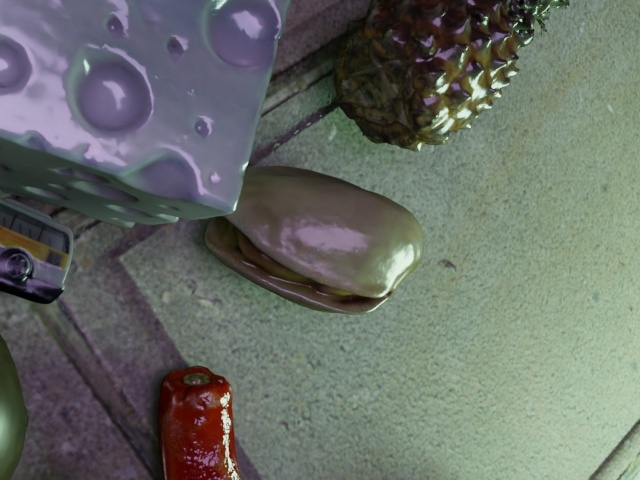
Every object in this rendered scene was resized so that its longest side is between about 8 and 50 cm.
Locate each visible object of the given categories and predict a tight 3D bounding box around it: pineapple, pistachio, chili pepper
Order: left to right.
[{"bbox_3d":[-0.110,0.178,0.795,0.070,0.073,0.123,-10,97,-74],"label":"chili pepper"},{"bbox_3d":[0.000,0.000,0.841,0.223,0.126,0.152,7,50,-26],"label":"pistachio"},{"bbox_3d":[0.164,-0.227,0.944,0.361,0.175,0.175,-38,107,-41],"label":"pineapple"}]

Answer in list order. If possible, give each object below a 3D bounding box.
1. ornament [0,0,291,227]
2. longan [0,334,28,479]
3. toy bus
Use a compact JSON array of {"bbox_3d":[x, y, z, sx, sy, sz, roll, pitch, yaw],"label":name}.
[{"bbox_3d":[-0.188,-0.159,0.664,0.240,0.240,0.239,19,79,-30],"label":"ornament"},{"bbox_3d":[-0.293,0.126,0.639,0.204,0.159,0.185,30,55,-65],"label":"longan"},{"bbox_3d":[-0.286,-0.007,0.703,0.172,0.057,0.072,25,66,-28],"label":"toy bus"}]
